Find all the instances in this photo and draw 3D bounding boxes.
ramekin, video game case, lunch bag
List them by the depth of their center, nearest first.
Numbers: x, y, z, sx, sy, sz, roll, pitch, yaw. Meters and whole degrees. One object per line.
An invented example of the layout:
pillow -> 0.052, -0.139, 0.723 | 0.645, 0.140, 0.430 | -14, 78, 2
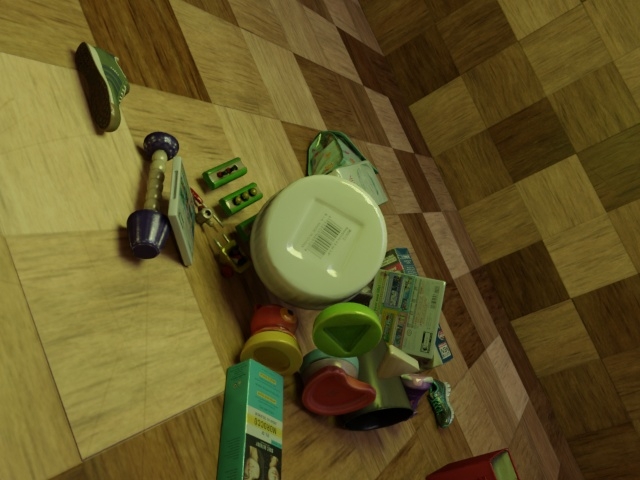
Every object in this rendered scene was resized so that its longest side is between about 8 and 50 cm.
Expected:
video game case -> -0.260, -0.054, 1.069 | 0.157, 0.019, 0.143 | 90, -5, -54
ramekin -> 0.000, 0.000, 1.140 | 0.277, 0.277, 0.135 | 64, -13, 3
video game case -> 0.227, 0.198, 1.539 | 0.023, 0.193, 0.212 | 38, 63, -76
lunch bag -> 0.073, -0.214, 1.776 | 0.223, 0.160, 0.262 | 42, 22, -30

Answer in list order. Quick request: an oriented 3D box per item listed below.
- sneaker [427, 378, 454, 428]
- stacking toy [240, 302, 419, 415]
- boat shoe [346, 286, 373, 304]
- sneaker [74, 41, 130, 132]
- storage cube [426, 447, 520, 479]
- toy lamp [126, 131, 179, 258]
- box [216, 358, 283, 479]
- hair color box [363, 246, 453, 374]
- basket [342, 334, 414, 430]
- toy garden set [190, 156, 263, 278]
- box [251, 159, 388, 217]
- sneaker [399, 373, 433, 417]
sneaker -> 0.363, 0.501, 1.750 | 0.076, 0.065, 0.166 | 31, 33, -21
stacking toy -> 0.022, 0.209, 1.155 | 0.309, 0.279, 0.130 | 45, 25, -33
boat shoe -> 0.024, 0.095, 1.449 | 0.324, 0.123, 0.116 | 33, 34, -60
sneaker -> -0.399, -0.290, 1.083 | 0.086, 0.064, 0.192 | 0, 62, -56
storage cube -> 0.428, 0.687, 1.524 | 0.215, 0.193, 0.183 | 12, 55, -57
toy lamp -> -0.309, -0.087, 1.046 | 0.080, 0.080, 0.274 | 37, 34, -41
box -> -0.120, 0.342, 1.001 | 0.100, 0.060, 0.244 | 40, 34, -38
hair color box -> 0.225, 0.210, 1.626 | 0.105, 0.174, 0.347 | 1, 64, -61
basket -> 0.110, 0.318, 1.351 | 0.204, 0.154, 0.227 | 31, 37, -50
toy garden set -> -0.177, -0.051, 1.223 | 0.204, 0.049, 0.244 | -36, 95, -46
box -> 0.000, -0.080, 1.392 | 0.126, 0.262, 0.231 | 62, 25, -1
sneaker -> 0.219, 0.403, 1.435 | 0.095, 0.236, 0.104 | 11, 63, -4
